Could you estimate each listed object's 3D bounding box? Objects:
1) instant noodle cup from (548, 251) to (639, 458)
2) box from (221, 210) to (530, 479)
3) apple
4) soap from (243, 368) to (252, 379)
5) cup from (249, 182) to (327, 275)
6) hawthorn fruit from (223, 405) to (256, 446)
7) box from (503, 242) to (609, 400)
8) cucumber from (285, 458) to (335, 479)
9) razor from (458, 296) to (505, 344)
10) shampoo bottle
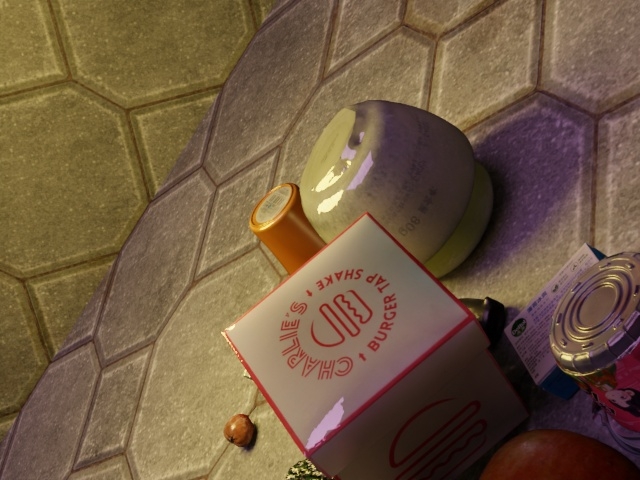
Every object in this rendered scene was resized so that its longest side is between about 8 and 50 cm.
[{"bbox_3d":[0.418,0.130,1.358,0.302,0.181,0.258,-39,23,36],"label":"instant noodle cup"},{"bbox_3d":[0.090,0.206,1.623,0.312,0.300,0.314,-40,42,-2],"label":"box"},{"bbox_3d":[0.318,0.401,1.388,0.179,0.254,0.346,85,-164,-61],"label":"apple"},{"bbox_3d":[-0.080,0.218,2.233,0.063,0.114,0.198,-10,55,56],"label":"soap"},{"bbox_3d":[0.000,0.000,2.164,0.226,0.264,0.182,-30,31,28],"label":"cup"},{"bbox_3d":[-0.166,0.399,2.275,0.066,0.067,0.103,-14,37,54],"label":"hawthorn fruit"},{"bbox_3d":[0.386,0.123,1.581,0.194,0.073,0.139,-51,29,19],"label":"box"},{"bbox_3d":[0.085,0.385,1.833,0.359,0.096,0.096,-32,39,37],"label":"cucumber"},{"bbox_3d":[0.253,0.143,1.808,0.148,0.054,0.090,-8,61,57],"label":"razor"},{"bbox_3d":[0.136,-0.093,1.938,0.322,0.317,0.323,-37,39,37],"label":"shampoo bottle"}]
